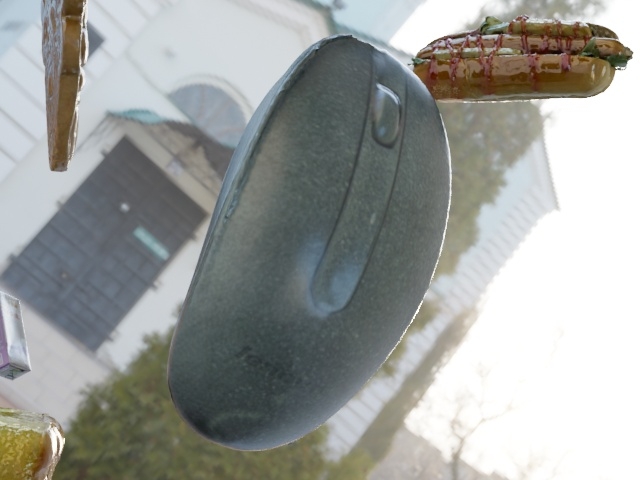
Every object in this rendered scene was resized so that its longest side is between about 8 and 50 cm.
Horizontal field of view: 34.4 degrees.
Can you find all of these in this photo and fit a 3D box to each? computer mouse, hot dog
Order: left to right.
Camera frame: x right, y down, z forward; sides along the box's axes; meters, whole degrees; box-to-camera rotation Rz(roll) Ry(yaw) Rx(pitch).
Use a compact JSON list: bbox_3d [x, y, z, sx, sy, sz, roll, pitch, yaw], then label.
[{"bbox_3d":[0.003,0.001,0.859,0.203,0.374,0.114,25,-9,-22],"label":"computer mouse"},{"bbox_3d":[0.220,-0.204,1.143,0.250,0.104,0.076,3,-42,33],"label":"hot dog"}]

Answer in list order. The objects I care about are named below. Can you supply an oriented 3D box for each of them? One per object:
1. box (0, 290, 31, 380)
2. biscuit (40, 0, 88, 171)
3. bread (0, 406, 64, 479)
[{"bbox_3d":[-0.434,0.130,1.420,0.050,0.036,0.117,41,27,-60],"label":"box"},{"bbox_3d":[-0.228,-0.185,0.920,0.035,0.250,0.162,1,11,-18],"label":"biscuit"},{"bbox_3d":[-0.329,0.234,1.107,0.094,0.102,0.245,13,-10,-16],"label":"bread"}]
